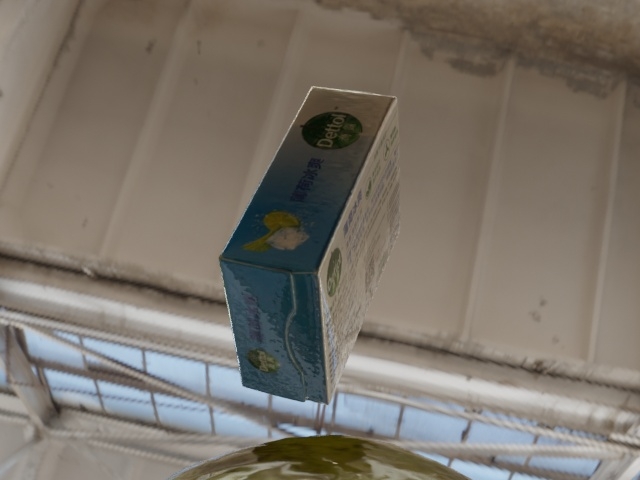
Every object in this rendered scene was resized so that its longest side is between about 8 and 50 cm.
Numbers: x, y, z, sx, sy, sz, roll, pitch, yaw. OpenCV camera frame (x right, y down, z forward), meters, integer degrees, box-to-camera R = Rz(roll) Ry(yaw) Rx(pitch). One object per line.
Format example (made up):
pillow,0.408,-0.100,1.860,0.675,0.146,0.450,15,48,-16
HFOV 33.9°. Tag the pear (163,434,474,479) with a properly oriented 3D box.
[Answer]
pear,0.006,0.217,0.418,0.287,0.375,0.287,7,-117,-14

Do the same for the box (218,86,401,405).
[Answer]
box,0.000,0.001,0.769,0.073,0.139,0.194,10,-135,16
